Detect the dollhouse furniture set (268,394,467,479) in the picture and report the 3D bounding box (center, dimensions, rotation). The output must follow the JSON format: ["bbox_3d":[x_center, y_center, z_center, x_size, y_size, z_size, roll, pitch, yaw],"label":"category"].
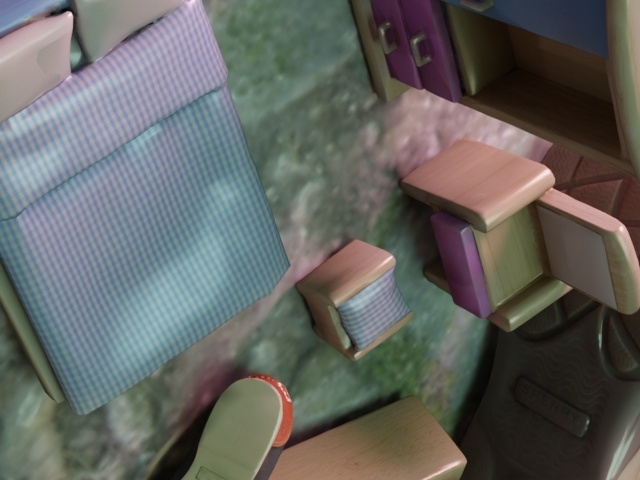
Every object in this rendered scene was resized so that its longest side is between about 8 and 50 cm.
[{"bbox_3d":[0.023,0.195,0.872,0.144,0.151,0.123,-20,146,-31],"label":"dollhouse furniture set"}]

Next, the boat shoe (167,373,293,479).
[{"bbox_3d":[-0.056,0.127,0.821,0.137,0.049,0.043,-61,172,1],"label":"boat shoe"}]

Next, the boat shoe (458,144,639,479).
[{"bbox_3d":[0.177,0.047,0.931,0.130,0.132,0.355,-4,122,-48],"label":"boat shoe"}]

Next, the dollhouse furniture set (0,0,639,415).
[{"bbox_3d":[0.000,0.000,0.701,0.303,0.198,0.286,-34,127,-22],"label":"dollhouse furniture set"}]
